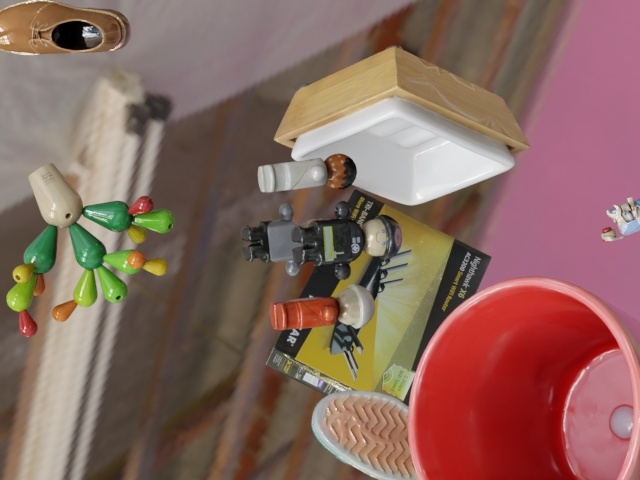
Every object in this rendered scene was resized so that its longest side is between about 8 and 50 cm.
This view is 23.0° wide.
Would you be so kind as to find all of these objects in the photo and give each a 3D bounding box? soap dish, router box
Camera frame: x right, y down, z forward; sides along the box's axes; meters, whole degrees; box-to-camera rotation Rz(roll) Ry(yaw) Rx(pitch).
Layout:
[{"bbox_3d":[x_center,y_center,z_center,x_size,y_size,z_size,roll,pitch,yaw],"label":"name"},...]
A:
[{"bbox_3d":[0.115,-0.159,2.212,0.291,0.229,0.118,18,-119,-43],"label":"soap dish"},{"bbox_3d":[0.091,0.107,2.411,0.309,0.243,0.081,-63,-1,-27],"label":"router box"}]

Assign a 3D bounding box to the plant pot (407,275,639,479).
[{"bbox_3d":[0.266,0.183,1.614,0.243,0.275,0.275,12,-69,-49],"label":"plant pot"}]

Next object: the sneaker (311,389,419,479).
[{"bbox_3d":[0.111,0.282,2.056,0.121,0.302,0.108,-33,38,60],"label":"sneaker"}]

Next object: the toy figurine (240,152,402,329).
[{"bbox_3d":[0.000,0.000,2.106,0.148,0.209,0.213,-6,-44,-23],"label":"toy figurine"}]

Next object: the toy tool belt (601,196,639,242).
[{"bbox_3d":[0.403,-0.036,2.076,0.083,0.051,0.052,-22,7,5],"label":"toy tool belt"}]

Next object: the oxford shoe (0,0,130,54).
[{"bbox_3d":[-0.366,-0.283,2.114,0.076,0.212,0.076,-38,-54,-65],"label":"oxford shoe"}]

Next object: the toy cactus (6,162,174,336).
[{"bbox_3d":[-0.284,-0.004,1.827,0.219,0.180,0.112,-31,-2,-3],"label":"toy cactus"}]
